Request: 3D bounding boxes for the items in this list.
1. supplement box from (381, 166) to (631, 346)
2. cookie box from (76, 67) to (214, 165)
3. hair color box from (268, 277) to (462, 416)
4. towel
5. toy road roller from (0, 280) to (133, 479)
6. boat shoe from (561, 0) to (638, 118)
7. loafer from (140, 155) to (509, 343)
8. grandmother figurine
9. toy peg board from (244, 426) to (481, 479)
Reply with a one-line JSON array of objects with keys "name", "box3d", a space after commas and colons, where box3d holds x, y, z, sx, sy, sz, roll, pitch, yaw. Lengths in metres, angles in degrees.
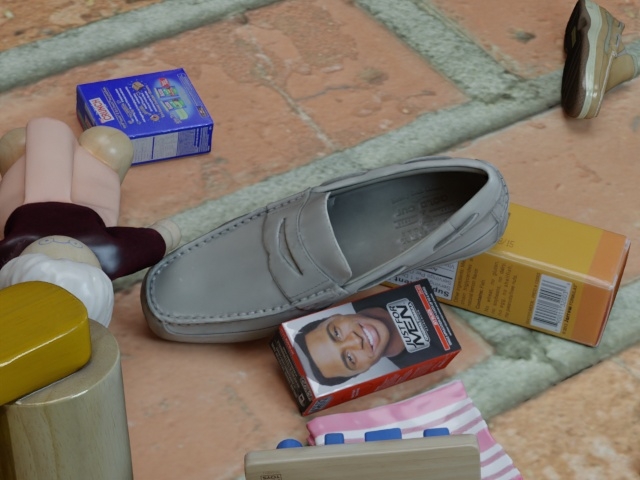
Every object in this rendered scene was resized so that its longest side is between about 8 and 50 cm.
[{"name": "supplement box", "box3d": [0.145, 0.013, 1.667, 0.233, 0.080, 0.078, 18, 41, 10]}, {"name": "cookie box", "box3d": [-0.166, -0.115, 1.793, 0.107, 0.040, 0.092, -10, 44, -20]}, {"name": "hair color box", "box3d": [0.037, 0.087, 1.571, 0.141, 0.043, 0.072, -18, 71, -25]}, {"name": "towel", "box3d": [0.091, 0.194, 1.483, 0.144, 0.029, 0.197, -13, 45, -22]}, {"name": "toy road roller", "box3d": [-0.319, 0.144, 1.354, 0.329, 0.202, 0.240, -23, 38, -30]}, {"name": "boat shoe", "box3d": [0.287, -0.181, 1.928, 0.072, 0.068, 0.190, 19, 40, -5]}, {"name": "loafer", "box3d": [0.000, 0.000, 1.575, 0.319, 0.111, 0.112, -21, 71, -1]}, {"name": "grandmother figurine", "box3d": [-0.218, -0.007, 1.544, 0.208, 0.104, 0.342, -10, 22, -5]}, {"name": "toy peg board", "box3d": [0.033, 0.191, 1.363, 0.161, 0.160, 0.079, -5, 32, 1]}]
